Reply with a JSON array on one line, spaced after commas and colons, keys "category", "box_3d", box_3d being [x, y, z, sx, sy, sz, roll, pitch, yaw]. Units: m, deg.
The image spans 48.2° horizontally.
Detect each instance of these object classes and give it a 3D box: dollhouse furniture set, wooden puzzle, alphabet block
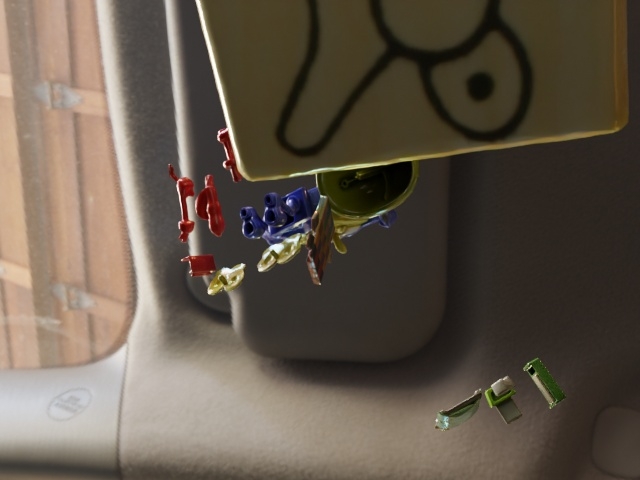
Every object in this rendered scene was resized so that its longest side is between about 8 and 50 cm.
[{"category": "dollhouse furniture set", "box_3d": [0.218, 0.209, 0.881, 0.058, 0.151, 0.076, 60, -8, 22]}, {"category": "wooden puzzle", "box_3d": [0.000, 0.000, 0.524, 0.006, 0.049, 0.083, 9, -26, 12]}, {"category": "alphabet block", "box_3d": [0.042, -0.163, 0.373, 0.192, 0.193, 0.197, -5, -64, 13]}]

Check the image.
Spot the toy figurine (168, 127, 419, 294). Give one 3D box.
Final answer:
[{"category": "toy figurine", "box_3d": [0.007, -0.071, 0.902, 0.362, 0.217, 0.191, -27, -105, 36]}]
